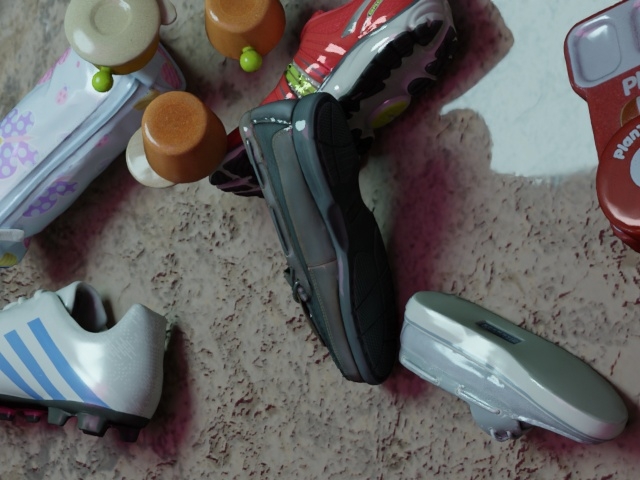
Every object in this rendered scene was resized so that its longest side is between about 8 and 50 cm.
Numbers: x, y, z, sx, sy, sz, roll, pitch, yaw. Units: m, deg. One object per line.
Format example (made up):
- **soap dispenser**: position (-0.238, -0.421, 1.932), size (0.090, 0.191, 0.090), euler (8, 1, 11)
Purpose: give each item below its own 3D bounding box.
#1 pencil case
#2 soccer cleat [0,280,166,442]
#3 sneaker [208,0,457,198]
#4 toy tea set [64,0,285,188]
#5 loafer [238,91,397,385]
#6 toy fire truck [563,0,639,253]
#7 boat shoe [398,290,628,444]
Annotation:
- **pencil case**: position (-0.252, -0.095, 1.884), size (0.113, 0.124, 0.273), euler (44, 108, -7)
- **soccer cleat**: position (-0.284, 0.106, 1.942), size (0.331, 0.116, 0.143), euler (7, 78, 32)
- **sneaker**: position (0.007, -0.140, 1.753), size (0.279, 0.107, 0.118), euler (-38, 51, 25)
- **toy tea set**: position (-0.111, -0.207, 1.784), size (0.200, 0.124, 0.336), euler (22, 76, 12)
- **loafer**: position (0.000, 0.000, 1.707), size (0.084, 0.096, 0.267), euler (-3, 112, 27)
- **toy fire truck**: position (0.331, -0.119, 1.488), size (0.302, 0.169, 0.254), euler (-27, 57, 31)
- **boat shoe**: position (0.156, 0.122, 1.652), size (0.227, 0.079, 0.081), euler (31, 116, 36)
